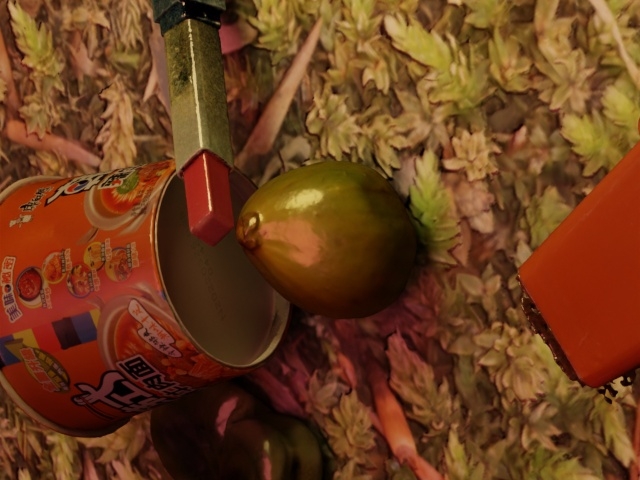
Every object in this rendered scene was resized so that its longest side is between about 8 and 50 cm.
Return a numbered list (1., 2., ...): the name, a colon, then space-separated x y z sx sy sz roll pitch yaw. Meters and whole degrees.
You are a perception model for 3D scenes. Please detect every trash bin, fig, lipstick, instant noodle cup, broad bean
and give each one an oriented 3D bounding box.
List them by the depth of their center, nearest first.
1. trash bin: 0.272 0.012 1.406 0.184 0.161 0.238 59 139 14
2. fig: 0.008 -0.001 1.660 0.153 0.121 0.136 4 99 17
3. lipstick: -0.108 -0.146 1.688 0.051 0.051 0.312 -30 57 42
4. instant noodle cup: -0.156 0.040 1.745 0.192 0.250 0.250 -15 90 33
5. broad bean: -0.080 0.203 1.827 0.207 0.072 0.153 11 106 52
